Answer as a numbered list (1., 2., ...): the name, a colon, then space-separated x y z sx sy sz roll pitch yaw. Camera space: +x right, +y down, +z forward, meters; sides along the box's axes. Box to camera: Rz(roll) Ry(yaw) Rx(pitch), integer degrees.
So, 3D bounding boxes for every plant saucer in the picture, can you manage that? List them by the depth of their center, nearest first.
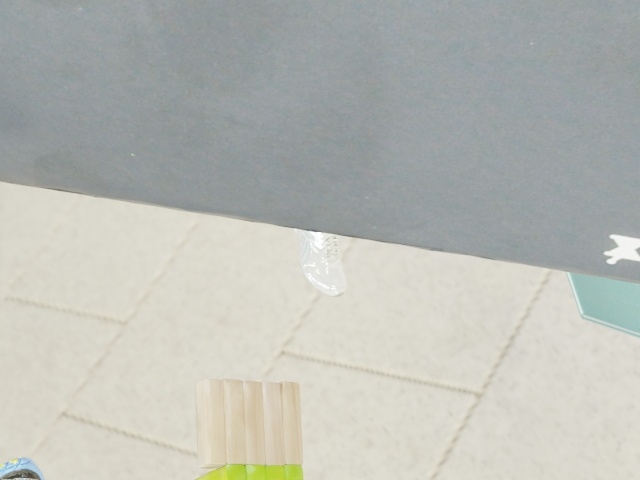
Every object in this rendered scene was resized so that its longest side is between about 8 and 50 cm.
1. plant saucer: 0.222 0.041 0.985 0.018 0.067 0.192 -23 12 -13

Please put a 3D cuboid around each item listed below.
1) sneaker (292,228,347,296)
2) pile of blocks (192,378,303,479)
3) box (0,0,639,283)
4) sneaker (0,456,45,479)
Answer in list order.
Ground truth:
1. sneaker: 0.000 0.000 1.825 0.053 0.152 0.061 -13 -14 -40
2. pile of blocks: -0.043 0.305 1.365 0.149 0.362 0.112 -21 -9 -36
3. box: 0.006 -0.272 0.774 0.480 0.297 0.472 9 58 5
4. sneaker: -0.366 0.299 1.460 0.188 0.078 0.067 -32 -7 -8
